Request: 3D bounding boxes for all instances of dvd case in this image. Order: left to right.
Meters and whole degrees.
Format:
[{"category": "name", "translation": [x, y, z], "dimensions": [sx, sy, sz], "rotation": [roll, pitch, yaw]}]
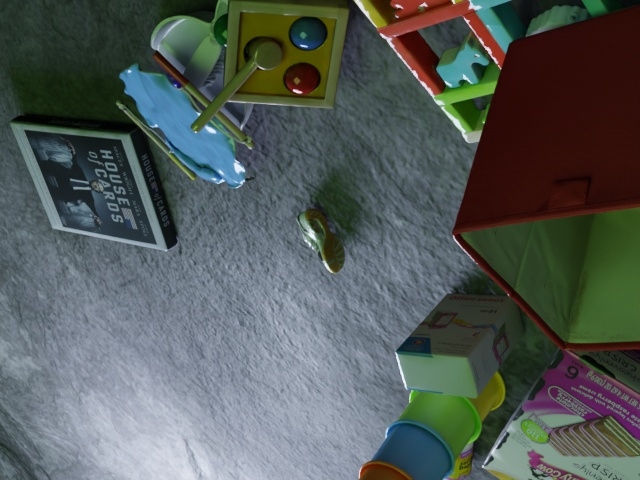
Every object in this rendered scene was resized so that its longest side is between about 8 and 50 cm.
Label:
[{"category": "dvd case", "translation": [-0.313, -0.081, 1.295], "dimensions": [0.238, 0.029, 0.179], "rotation": [10, 127, 34]}]

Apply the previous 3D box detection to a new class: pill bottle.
[{"category": "pill bottle", "translation": [0.166, 0.256, 1.153], "dimensions": [0.043, 0.043, 0.083], "rotation": [19, 132, 27]}]

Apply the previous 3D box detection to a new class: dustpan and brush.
[{"category": "dustpan and brush", "translation": [-0.114, -0.211, 1.009], "dimensions": [0.147, 0.060, 0.211], "rotation": [45, 138, 2]}]

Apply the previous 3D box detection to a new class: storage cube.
[{"category": "storage cube", "translation": [0.240, -0.045, 0.709], "dimensions": [0.215, 0.193, 0.183], "rotation": [-8, 142, 43]}]

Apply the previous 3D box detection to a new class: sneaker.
[{"category": "sneaker", "translation": [0.000, 0.000, 1.107], "dimensions": [0.037, 0.032, 0.083], "rotation": [-5, 113, 57]}]

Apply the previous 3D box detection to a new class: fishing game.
[{"category": "fishing game", "translation": [-0.147, -0.132, 1.062], "dimensions": [0.189, 0.041, 0.264], "rotation": [44, 163, -9]}]

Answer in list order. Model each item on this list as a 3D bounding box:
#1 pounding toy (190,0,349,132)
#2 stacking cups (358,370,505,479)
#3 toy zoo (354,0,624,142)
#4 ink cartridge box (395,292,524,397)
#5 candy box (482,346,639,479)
[{"category": "pounding toy", "translation": [-0.052, -0.180, 0.906], "dimensions": [0.141, 0.100, 0.130], "rotation": [2, 132, -8]}, {"category": "stacking cups", "translation": [0.086, 0.239, 1.003], "dimensions": [0.096, 0.316, 0.096], "rotation": [23, 133, 27]}, {"category": "toy zoo", "translation": [0.129, -0.197, 0.761], "dimensions": [0.192, 0.030, 0.293], "rotation": [-9, 139, 42]}, {"category": "ink cartridge box", "translation": [0.150, 0.107, 0.996], "dimensions": [0.088, 0.122, 0.052], "rotation": [0, 117, 38]}, {"category": "candy box", "translation": [0.289, 0.204, 0.994], "dimensions": [0.159, 0.071, 0.233], "rotation": [32, 137, 15]}]
